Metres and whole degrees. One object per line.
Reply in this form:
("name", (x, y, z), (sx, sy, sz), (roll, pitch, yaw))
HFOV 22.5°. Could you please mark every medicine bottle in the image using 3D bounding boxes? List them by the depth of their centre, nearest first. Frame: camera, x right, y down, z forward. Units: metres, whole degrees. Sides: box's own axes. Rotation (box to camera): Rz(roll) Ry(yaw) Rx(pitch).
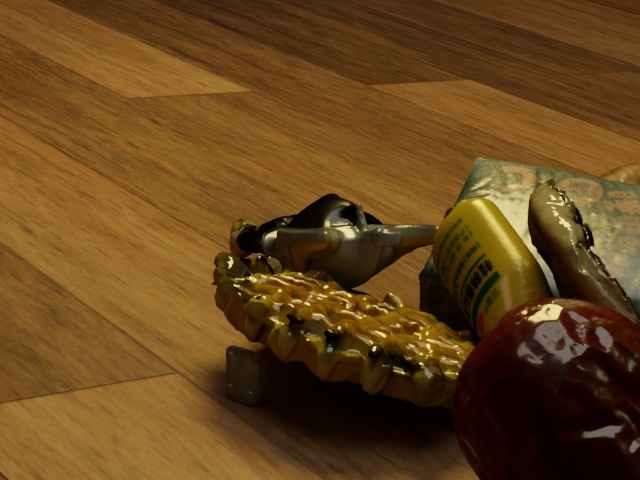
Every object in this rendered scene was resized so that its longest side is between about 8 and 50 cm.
("medicine bottle", (0.203, 0.081, 1.600), (0.076, 0.111, 0.309), (-5, 40, -25))

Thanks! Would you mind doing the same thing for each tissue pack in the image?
("tissue pack", (0.289, 0.025, 1.790), (0.315, 0.103, 0.228), (12, 44, 18))

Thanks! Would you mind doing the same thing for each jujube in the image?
("jujube", (0.236, 0.161, 1.344), (0.255, 0.190, 0.190), (28, 25, 23))

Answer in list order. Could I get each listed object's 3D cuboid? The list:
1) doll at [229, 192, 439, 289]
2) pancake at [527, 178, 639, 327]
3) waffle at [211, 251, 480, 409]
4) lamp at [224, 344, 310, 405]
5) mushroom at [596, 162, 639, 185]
("doll", (-0.004, 0.001, 1.798), (0.145, 0.103, 0.316), (26, -10, -28))
("pancake", (0.267, 0.067, 1.543), (0.049, 0.282, 0.282), (-28, 22, 0))
("waffle", (0.034, 0.090, 1.582), (0.329, 0.062, 0.329), (18, 9, -3))
("lamp", (-0.020, 0.116, 1.592), (0.050, 0.056, 0.198), (16, 17, 34))
("mushroom", (0.439, -0.005, 1.965), (0.278, 0.146, 0.278), (4, 36, -3))
